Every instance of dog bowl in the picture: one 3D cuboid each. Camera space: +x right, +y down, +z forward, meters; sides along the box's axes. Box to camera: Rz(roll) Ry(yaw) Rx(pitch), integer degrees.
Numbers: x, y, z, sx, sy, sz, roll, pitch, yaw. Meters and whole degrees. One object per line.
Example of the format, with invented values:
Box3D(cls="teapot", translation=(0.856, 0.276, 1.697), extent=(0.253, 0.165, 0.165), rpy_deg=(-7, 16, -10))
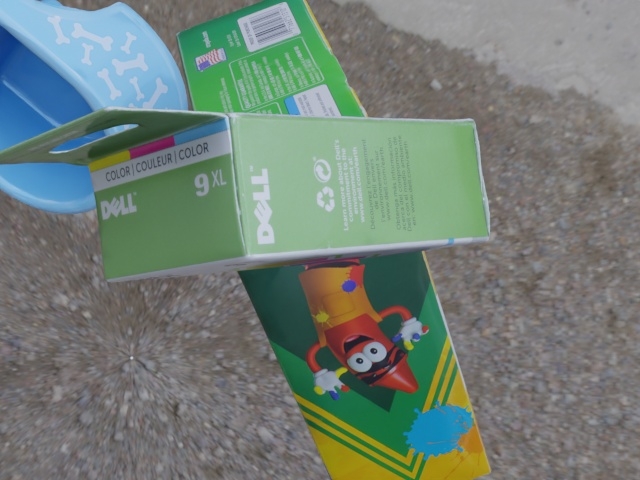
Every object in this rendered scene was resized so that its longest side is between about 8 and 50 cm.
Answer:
Box3D(cls="dog bowl", translation=(-0.232, -0.135, 0.735), extent=(0.297, 0.166, 0.074), rpy_deg=(41, 43, -11))

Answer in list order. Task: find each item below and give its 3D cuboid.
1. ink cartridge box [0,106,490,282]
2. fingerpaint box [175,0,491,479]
Box3D(cls="ink cartridge box", translation=(-0.032, -0.018, 0.491), extent=(0.209, 0.109, 0.062), rpy_deg=(-4, 87, -43))
Box3D(cls="fingerpaint box", translation=(0.000, 0.000, 1.130), extent=(0.163, 0.445, 0.371), rpy_deg=(-21, 126, 0))
